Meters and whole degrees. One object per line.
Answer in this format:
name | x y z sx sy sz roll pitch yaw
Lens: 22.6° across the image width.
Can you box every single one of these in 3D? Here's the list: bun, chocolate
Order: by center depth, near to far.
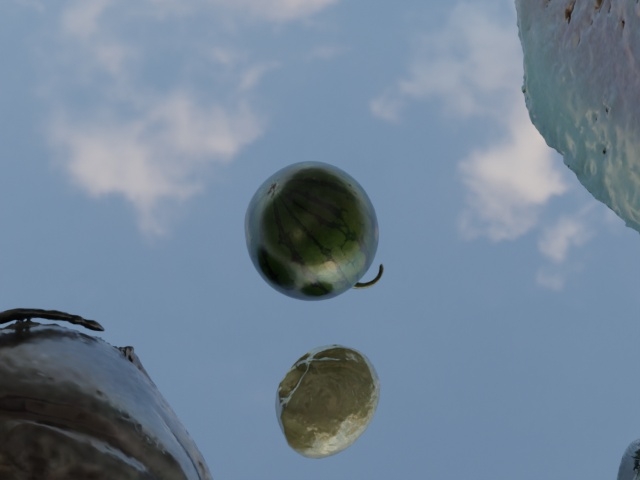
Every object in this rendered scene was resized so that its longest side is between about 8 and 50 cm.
chocolate | -0.181 0.222 1.126 0.303 0.303 0.213 -34 -140 -22
bun | 0.000 0.109 1.129 0.086 0.055 0.086 -28 -142 24

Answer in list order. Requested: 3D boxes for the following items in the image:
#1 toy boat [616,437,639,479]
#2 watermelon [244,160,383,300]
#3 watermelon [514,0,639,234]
toy boat | 0.156 0.117 0.637 0.092 0.141 0.319 5 -115 5
watermelon | -0.006 -0.002 1.136 0.109 0.109 0.109 2 -120 -4
watermelon | 0.073 -0.051 0.310 0.080 0.101 0.155 25 -137 -42
